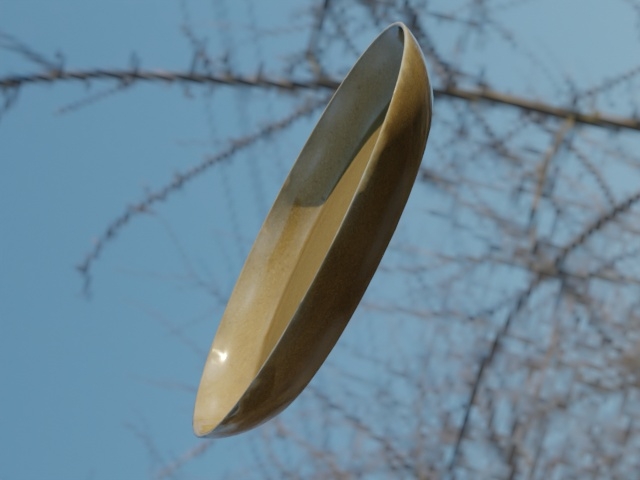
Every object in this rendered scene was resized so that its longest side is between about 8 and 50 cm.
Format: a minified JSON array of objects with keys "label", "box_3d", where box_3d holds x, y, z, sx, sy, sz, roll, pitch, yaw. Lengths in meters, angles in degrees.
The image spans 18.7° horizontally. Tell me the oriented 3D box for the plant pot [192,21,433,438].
[{"label":"plant pot","box_3d":[0.000,0.000,1.000,0.236,0.032,0.236,-60,11,19]}]
